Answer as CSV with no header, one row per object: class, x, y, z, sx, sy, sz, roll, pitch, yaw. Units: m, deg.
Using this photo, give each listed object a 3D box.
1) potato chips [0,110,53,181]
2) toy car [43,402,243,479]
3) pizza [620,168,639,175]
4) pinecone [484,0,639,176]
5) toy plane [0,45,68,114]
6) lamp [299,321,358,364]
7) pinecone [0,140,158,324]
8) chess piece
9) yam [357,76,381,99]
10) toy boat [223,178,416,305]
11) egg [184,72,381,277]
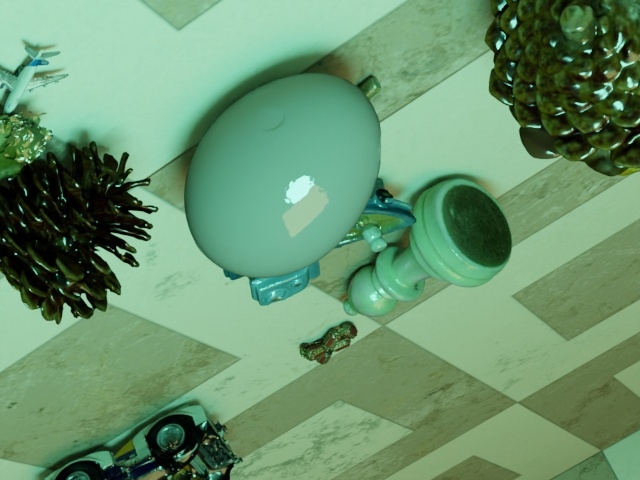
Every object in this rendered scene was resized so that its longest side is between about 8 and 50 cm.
potato chips,-0.345,-0.102,1.111,0.202,0.029,0.220,-30,146,23
toy car,-0.273,0.351,1.894,0.301,0.118,0.193,-25,144,1
pizza,0.419,-0.214,1.416,0.073,0.182,0.365,16,136,-22
pinecone,0.303,-0.195,1.283,0.264,0.264,0.264,-20,152,-11
toy plane,-0.262,-0.142,1.134,0.078,0.024,0.084,2,149,-43
lamp,0.016,0.148,1.872,0.083,0.031,0.063,-37,152,15
pinecone,-0.235,-0.017,1.238,0.165,0.163,0.163,-42,150,9
chess piece,0.116,0.038,1.678,0.139,0.139,0.271,-1,154,-39
yam,0.019,-0.135,1.383,0.116,0.021,0.021,-39,150,23
toy boat,0.000,0.000,1.524,0.237,0.098,0.109,-21,156,-9
egg,-0.035,-0.068,1.289,0.232,0.176,0.176,-47,147,22
